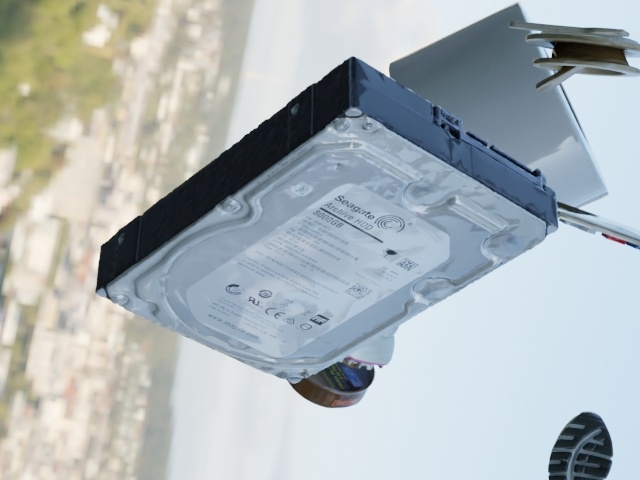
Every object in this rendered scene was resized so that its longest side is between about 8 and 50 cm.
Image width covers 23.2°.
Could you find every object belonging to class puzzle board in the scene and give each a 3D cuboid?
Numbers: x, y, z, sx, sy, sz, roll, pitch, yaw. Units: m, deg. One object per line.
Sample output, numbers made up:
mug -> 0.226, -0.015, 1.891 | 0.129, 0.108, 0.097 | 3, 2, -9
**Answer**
puzzle board -> 0.255, -0.012, 1.412 | 0.096, 0.128, 0.011 | -126, -125, -75

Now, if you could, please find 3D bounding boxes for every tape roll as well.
tape roll -> 0.205, -0.131, 1.791 | 0.246, 0.169, 0.246 | 59, 13, -23

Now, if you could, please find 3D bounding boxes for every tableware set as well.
tableware set -> 0.231, -0.114, 1.055 | 0.128, 0.194, 0.039 | 2, 96, -66

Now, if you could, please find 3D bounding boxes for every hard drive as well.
hard drive -> 0.000, 0.000, 1.324 | 0.339, 0.237, 0.064 | -33, -138, 37

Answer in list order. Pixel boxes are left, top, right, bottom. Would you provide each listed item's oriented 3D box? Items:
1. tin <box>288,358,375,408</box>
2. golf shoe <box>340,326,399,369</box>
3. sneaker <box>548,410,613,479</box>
tin -> -0.012, 0.123, 1.841 | 0.189, 0.106, 0.040 | 54, -50, 36
golf shoe -> -0.034, 0.038, 1.679 | 0.115, 0.306, 0.140 | 36, -75, 55
sneaker -> 0.336, 0.327, 2.080 | 0.094, 0.081, 0.208 | -23, 124, -84
